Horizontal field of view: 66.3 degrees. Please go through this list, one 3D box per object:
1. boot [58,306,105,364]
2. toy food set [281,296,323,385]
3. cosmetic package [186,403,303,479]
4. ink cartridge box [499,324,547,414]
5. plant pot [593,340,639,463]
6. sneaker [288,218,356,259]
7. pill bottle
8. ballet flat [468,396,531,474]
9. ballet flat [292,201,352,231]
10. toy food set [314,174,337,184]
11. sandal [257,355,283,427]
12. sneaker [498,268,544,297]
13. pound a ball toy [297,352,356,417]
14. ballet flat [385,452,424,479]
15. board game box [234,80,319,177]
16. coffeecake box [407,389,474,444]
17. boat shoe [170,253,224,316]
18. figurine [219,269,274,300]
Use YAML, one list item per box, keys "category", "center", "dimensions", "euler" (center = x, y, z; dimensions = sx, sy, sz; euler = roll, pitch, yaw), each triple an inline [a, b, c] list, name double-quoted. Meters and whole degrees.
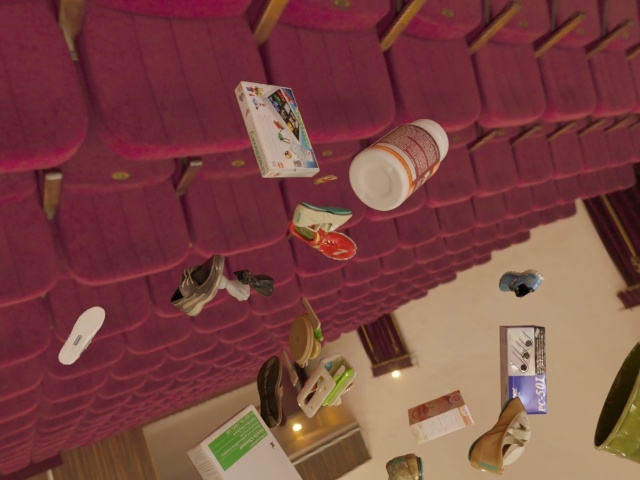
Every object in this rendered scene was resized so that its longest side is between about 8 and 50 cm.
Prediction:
- category: "boot"
  center: [-0.734, 0.292, 1.503]
  dimensions: [0.190, 0.069, 0.086]
  euler: [-61, -167, -27]
- category: "toy food set"
  center: [-0.038, 0.247, 1.208]
  dimensions: [0.039, 0.132, 0.192]
  euler: [9, 116, -27]
- category: "cosmetic package"
  center: [-0.190, 0.689, 1.401]
  dimensions: [0.197, 0.365, 0.155]
  euler: [-31, 169, -42]
- category: "ink cartridge box"
  center: [0.488, 0.311, 1.181]
  dimensions: [0.097, 0.207, 0.046]
  euler: [0, 177, -6]
- category: "plant pot"
  center: [1.057, 0.534, 1.425]
  dimensions: [0.366, 0.353, 0.366]
  euler: [-42, 145, -39]
- category: "sneaker"
  center: [0.000, 0.000, 1.848]
  dimensions: [0.118, 0.279, 0.107]
  euler: [-33, 146, -80]
- category: "pill bottle"
  center: [0.295, -0.286, 1.763]
  dimensions: [0.392, 0.224, 0.224]
  euler: [-40, -177, -41]
- category: "ballet flat"
  center: [0.373, 0.388, 0.965]
  dimensions: [0.073, 0.080, 0.232]
  euler: [10, -159, 41]
- category: "ballet flat"
  center: [0.005, -0.064, 1.438]
  dimensions: [0.086, 0.086, 0.248]
  euler: [-29, 162, 32]
- category: "toy food set"
  center: [0.015, -0.225, 1.804]
  dimensions: [0.083, 0.020, 0.083]
  euler: [-12, -172, 25]
- category: "sandal"
  center: [-0.146, 0.476, 1.539]
  dimensions: [0.090, 0.219, 0.060]
  euler: [-22, 146, 19]
- category: "sneaker"
  center: [0.578, 0.132, 1.441]
  dimensions: [0.073, 0.063, 0.162]
  euler: [-55, -174, -21]
- category: "pound a ball toy"
  center: [0.033, 0.577, 1.989]
  dimensions: [0.208, 0.135, 0.319]
  euler: [-14, 145, -40]
- category: "ballet flat"
  center: [0.242, 0.746, 1.345]
  dimensions: [0.123, 0.348, 0.123]
  euler: [-10, -167, 2]
- category: "board game box"
  center: [-0.133, -0.340, 1.513]
  dimensions: [0.193, 0.305, 0.053]
  euler: [-7, 162, -41]
- category: "coffeecake box"
  center: [0.378, 0.559, 1.559]
  dimensions: [0.186, 0.068, 0.142]
  euler: [-24, 178, 8]
- category: "boat shoe"
  center: [-0.477, 0.172, 1.867]
  dimensions: [0.130, 0.132, 0.355]
  euler: [20, 130, -25]
- category: "figurine"
  center: [-0.342, 0.181, 2.102]
  dimensions: [0.215, 0.092, 0.209]
  euler: [-12, 153, 26]
